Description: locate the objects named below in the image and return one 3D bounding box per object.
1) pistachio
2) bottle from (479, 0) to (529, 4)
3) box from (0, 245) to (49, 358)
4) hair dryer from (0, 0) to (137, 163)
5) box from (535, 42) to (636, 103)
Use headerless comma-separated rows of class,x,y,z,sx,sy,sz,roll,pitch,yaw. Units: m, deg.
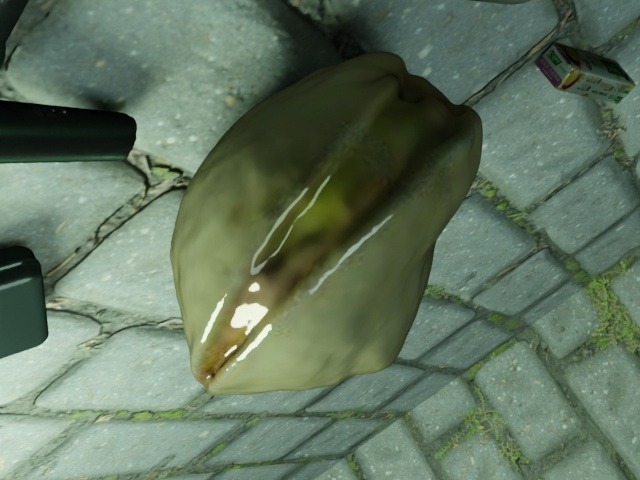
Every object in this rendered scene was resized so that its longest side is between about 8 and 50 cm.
pistachio,0.000,0.000,0.835,0.365,0.281,0.445,-49,176,-36
bottle,0.102,-0.259,0.675,0.233,0.110,0.110,-10,147,-41
box,-0.393,0.089,0.812,0.230,0.050,0.160,-19,153,-26
hair dryer,-0.225,-0.116,0.595,0.244,0.116,0.302,-45,164,26
box,0.369,-0.228,1.113,0.207,0.050,0.041,-2,143,-47
